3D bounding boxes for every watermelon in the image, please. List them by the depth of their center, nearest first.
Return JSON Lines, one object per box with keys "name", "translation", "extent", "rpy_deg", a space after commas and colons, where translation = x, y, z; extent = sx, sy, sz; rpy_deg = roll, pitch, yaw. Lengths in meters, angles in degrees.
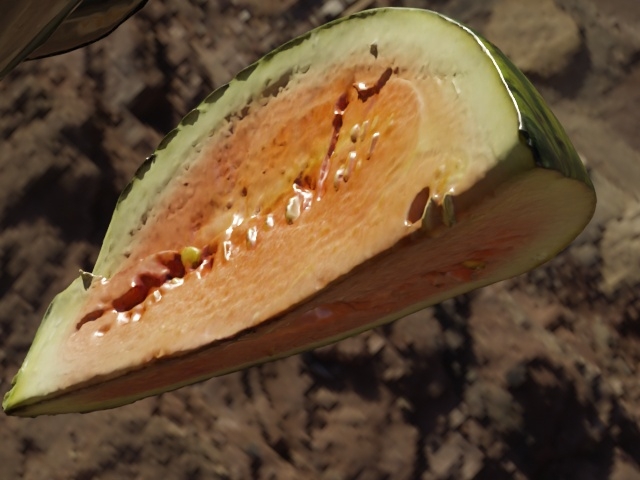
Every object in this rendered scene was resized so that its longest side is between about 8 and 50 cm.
{"name": "watermelon", "translation": [-0.003, -0.026, 0.813], "extent": [0.303, 0.159, 0.128], "rpy_deg": [-25, 80, 37]}

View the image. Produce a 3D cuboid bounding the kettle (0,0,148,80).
{"name": "kettle", "translation": [-0.098, -0.139, 0.394], "extent": [0.251, 0.207, 0.271], "rpy_deg": [-91, 26, -67]}
